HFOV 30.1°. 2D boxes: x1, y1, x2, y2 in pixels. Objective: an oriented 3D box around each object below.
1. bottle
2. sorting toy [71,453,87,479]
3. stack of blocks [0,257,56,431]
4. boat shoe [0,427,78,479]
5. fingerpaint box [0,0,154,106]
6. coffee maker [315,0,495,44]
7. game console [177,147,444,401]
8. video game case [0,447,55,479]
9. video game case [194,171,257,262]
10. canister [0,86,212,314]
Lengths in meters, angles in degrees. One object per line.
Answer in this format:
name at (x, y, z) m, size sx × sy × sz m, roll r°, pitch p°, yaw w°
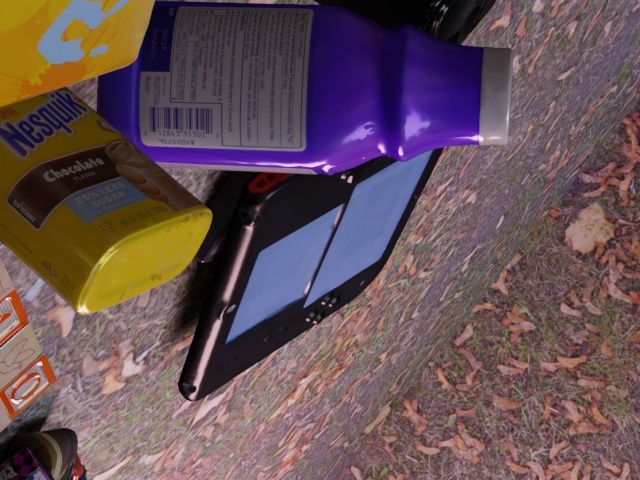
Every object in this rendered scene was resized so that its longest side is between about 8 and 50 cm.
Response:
bottle at (-0.010, -0.105, 0.830) m, size 0.092 × 0.283 × 0.118 m, roll 28°, pitch 64°, yaw -81°
sorting toy at (-0.288, 0.259, 1.318) m, size 0.102 × 0.061 × 0.042 m, roll -54°, pitch -161°, yaw 37°
stack of blocks at (-0.283, 0.050, 0.728) m, size 0.171 × 0.087 × 0.297 m, roll -43°, pitch 155°, yaw -23°
boat shoe at (-0.312, 0.289, 1.251) m, size 0.073 × 0.080 × 0.223 m, roll -10°, pitch 133°, yaw -58°
fingerpaint box at (-0.172, -0.228, 0.343) m, size 0.371 × 0.163 × 0.445 m, roll -31°, pitch 155°, yaw -47°
coffee maker at (0.031, -0.205, 0.901) m, size 0.171 × 0.178 × 0.120 m, roll -52°, pitch 163°, yaw 3°
game console at (0.000, 0.000, 1.361) m, size 0.342 × 0.060 × 0.386 m, roll -36°, pitch 159°, yaw -39°
video game case at (-0.320, 0.339, 1.181) m, size 0.210 × 0.042 × 0.232 m, roll -35°, pitch 134°, yaw -12°
video game case at (-0.007, -0.099, 1.286) m, size 0.275 × 0.035 × 0.248 m, roll -55°, pitch 163°, yaw 16°
canister at (-0.167, -0.038, 0.758) m, size 0.126 × 0.170 × 0.073 m, roll -25°, pitch 150°, yaw -56°
